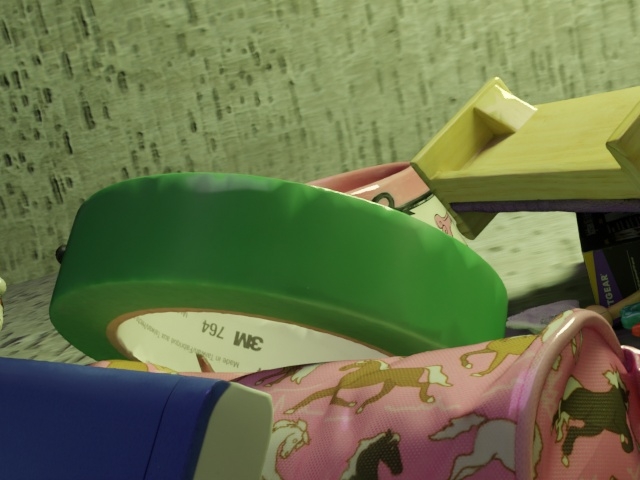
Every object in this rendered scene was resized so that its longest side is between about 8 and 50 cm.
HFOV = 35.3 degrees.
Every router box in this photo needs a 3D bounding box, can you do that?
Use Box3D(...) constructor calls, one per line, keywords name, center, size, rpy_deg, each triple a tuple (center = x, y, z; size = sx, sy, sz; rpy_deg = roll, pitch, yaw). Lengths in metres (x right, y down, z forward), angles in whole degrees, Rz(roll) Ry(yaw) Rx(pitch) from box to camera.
Box3D(name="router box", center=(0.390, -0.013, 1.024), size=(0.243, 0.081, 0.309), rpy_deg=(-14, 9, 16))

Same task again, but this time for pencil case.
Box3D(name="pencil case", center=(-0.004, 0.134, 0.579), size=(0.386, 0.167, 0.160), rpy_deg=(-9, -27, 39))

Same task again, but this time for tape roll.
Box3D(name="tape roll", center=(-0.029, 0.059, 0.731), size=(0.321, 0.077, 0.321), rpy_deg=(9, -23, 4))

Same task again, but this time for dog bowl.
Box3D(name="dog bowl", center=(0.000, 0.000, 1.459), size=(0.408, 0.150, 0.408), rpy_deg=(-17, 8, 3))

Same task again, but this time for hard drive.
Box3D(name="hard drive", center=(-0.153, 0.168, 0.521), size=(0.040, 0.210, 0.318), rpy_deg=(24, -18, -34))

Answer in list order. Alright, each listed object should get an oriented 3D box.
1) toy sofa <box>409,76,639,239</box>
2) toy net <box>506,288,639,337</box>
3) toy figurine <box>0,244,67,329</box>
Box3D(name="toy sofa", center=(0.260, -0.067, 0.962), size=(0.150, 0.177, 0.362), rpy_deg=(-46, 17, -15))
Box3D(name="toy net", center=(0.258, 0.076, 0.837), size=(0.232, 0.045, 0.122), rpy_deg=(-12, 11, 38))
Box3D(name="toy figurine", center=(-0.252, 0.112, 0.991), size=(0.209, 0.213, 0.148), rpy_deg=(-22, 21, -8))
